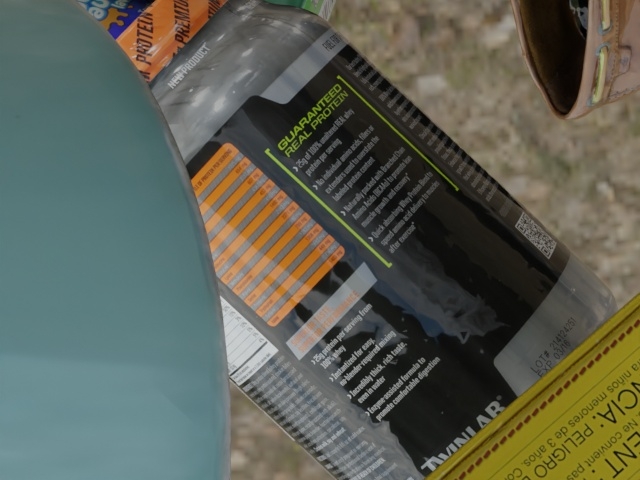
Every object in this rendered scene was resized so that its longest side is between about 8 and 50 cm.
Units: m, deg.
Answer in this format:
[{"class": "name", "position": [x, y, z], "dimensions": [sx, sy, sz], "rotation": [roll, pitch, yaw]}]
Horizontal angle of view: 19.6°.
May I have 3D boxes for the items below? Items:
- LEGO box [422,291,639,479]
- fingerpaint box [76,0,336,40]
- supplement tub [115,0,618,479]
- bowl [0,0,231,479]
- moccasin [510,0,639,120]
[{"class": "LEGO box", "position": [0.153, 0.265, 0.806], "dimensions": [0.500, 0.372, 0.193], "rotation": [-38, 167, -16]}, {"class": "fingerpaint box", "position": [-0.209, -0.120, 1.293], "dimensions": [0.371, 0.444, 0.163], "rotation": [20, 171, 6]}, {"class": "supplement tub", "position": [0.000, 0.000, 1.074], "dimensions": [0.316, 0.193, 0.193], "rotation": [44, 135, -2]}, {"class": "bowl", "position": [-0.187, 0.059, 0.501], "dimensions": [0.163, 0.311, 0.311], "rotation": [8, 149, -45]}, {"class": "moccasin", "position": [0.153, -0.240, 1.309], "dimensions": [0.147, 0.139, 0.380], "rotation": [-39, 140, -14]}]
